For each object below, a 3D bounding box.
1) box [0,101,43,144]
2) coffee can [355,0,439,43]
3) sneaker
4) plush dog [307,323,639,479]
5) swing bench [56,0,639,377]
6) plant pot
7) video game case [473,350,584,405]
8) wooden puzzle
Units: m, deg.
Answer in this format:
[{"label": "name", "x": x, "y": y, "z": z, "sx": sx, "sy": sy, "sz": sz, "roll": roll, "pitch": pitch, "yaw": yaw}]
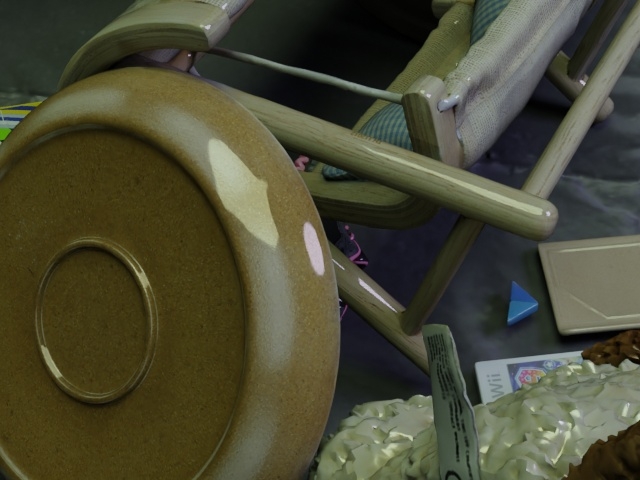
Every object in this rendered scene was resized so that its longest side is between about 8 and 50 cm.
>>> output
[{"label": "box", "x": -0.241, "y": -0.034, "z": 0.782, "sx": 0.169, "sy": 0.054, "sz": 0.059, "roll": -8, "pitch": 49, "yaw": -3}, {"label": "coffee can", "x": 0.136, "y": -0.286, "z": 0.877, "sx": 0.201, "sy": 0.201, "sz": 0.275, "roll": 21, "pitch": 53, "yaw": 21}, {"label": "sneaker", "x": 0.000, "y": 0.000, "z": 0.747, "sx": 0.057, "sy": 0.047, "sz": 0.119, "roll": 12, "pitch": 54, "yaw": -3}, {"label": "plush dog", "x": 0.156, "y": 0.114, "z": 0.544, "sx": 0.225, "sy": 0.210, "sz": 0.262, "roll": -11, "pitch": 49, "yaw": -37}, {"label": "swing bench", "x": 0.034, "y": -0.109, "z": 0.704, "sx": 0.255, "sy": 0.165, "sz": 0.253, "roll": 32, "pitch": 54, "yaw": 6}, {"label": "plant pot", "x": -0.098, "y": 0.037, "z": 0.610, "sx": 0.236, "sy": 0.236, "sz": 0.032, "roll": 34, "pitch": 20, "yaw": 29}, {"label": "video game case", "x": 0.146, "y": 0.093, "z": 0.670, "sx": 0.122, "sy": 0.011, "sz": 0.087, "roll": -6, "pitch": 49, "yaw": -1}, {"label": "wooden puzzle", "x": 0.160, "y": 0.025, "z": 0.729, "sx": 0.116, "sy": 0.014, "sz": 0.078, "roll": 0, "pitch": 44, "yaw": 4}]
